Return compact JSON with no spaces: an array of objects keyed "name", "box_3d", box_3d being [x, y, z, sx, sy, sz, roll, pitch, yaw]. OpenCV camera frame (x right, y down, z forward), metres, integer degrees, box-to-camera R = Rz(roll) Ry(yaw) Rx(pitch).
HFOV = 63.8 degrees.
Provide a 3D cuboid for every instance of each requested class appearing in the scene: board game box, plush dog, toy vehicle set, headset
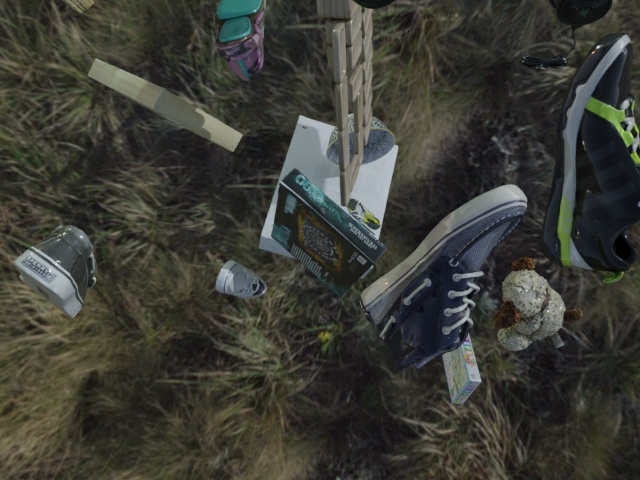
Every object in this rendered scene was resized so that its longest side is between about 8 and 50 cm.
[{"name":"board game box","box_3d":[0.000,0.000,0.594,0.126,0.186,0.026,42,72,4]},{"name":"plush dog","box_3d":[0.600,0.176,1.472,0.225,0.211,0.262,34,67,-33]},{"name":"board game box","box_3d":[0.312,0.273,1.158,0.026,0.154,0.103,7,136,-9]},{"name":"toy vehicle set","box_3d":[-0.276,-0.239,0.902,0.267,0.166,0.035,31,94,40]},{"name":"headset","box_3d":[0.665,-0.659,1.384,0.185,0.243,0.394,4,129,12]}]

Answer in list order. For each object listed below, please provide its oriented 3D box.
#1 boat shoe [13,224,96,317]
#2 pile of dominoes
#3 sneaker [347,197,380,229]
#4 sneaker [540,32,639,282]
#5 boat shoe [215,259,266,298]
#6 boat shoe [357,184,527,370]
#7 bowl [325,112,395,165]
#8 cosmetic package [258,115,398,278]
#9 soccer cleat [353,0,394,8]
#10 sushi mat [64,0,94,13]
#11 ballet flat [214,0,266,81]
[{"name":"boat shoe","box_3d":[-0.288,0.036,0.584,0.078,0.219,0.070,43,64,-13]},{"name":"pile of dominoes","box_3d":[0.032,-0.200,0.662,0.040,0.196,0.251,7,134,13]},{"name":"sneaker","box_3d":[0.084,-0.049,1.011,0.083,0.035,0.031,45,95,8]},{"name":"sneaker","box_3d":[0.274,-0.068,0.473,0.097,0.084,0.234,20,132,36]},{"name":"boat shoe","box_3d":[-0.211,0.114,1.427,0.084,0.258,0.095,19,89,11]},{"name":"boat shoe","box_3d":[0.213,0.075,0.811,0.340,0.127,0.158,-47,55,36]},{"name":"bowl","box_3d":[0.089,-0.255,1.243,0.170,0.170,0.080,-15,69,8]},{"name":"cosmetic package","box_3d":[0.027,-0.119,1.353,0.284,0.097,0.377,18,66,-5]},{"name":"soccer cleat","box_3d":[0.063,-0.213,0.270,0.060,0.072,0.179,28,97,-11]},{"name":"sushi mat","box_3d":[-0.326,-0.404,0.627,0.019,0.316,0.151,42,91,3]},{"name":"ballet flat","box_3d":[-0.111,-0.295,0.739,0.077,0.221,0.079,-10,134,3]}]
